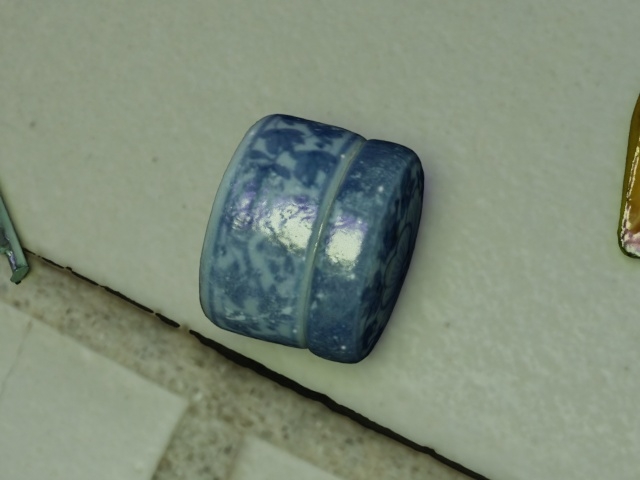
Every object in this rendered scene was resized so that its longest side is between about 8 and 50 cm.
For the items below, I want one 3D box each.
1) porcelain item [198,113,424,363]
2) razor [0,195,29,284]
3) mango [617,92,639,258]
[{"bbox_3d":[0.000,0.000,0.832,0.114,0.147,0.147,17,81,11],"label":"porcelain item"},{"bbox_3d":[-0.317,0.030,0.930,0.211,0.036,0.084,-26,73,2],"label":"razor"},{"bbox_3d":[0.253,-0.068,0.853,0.101,0.066,0.187,25,87,5],"label":"mango"}]
